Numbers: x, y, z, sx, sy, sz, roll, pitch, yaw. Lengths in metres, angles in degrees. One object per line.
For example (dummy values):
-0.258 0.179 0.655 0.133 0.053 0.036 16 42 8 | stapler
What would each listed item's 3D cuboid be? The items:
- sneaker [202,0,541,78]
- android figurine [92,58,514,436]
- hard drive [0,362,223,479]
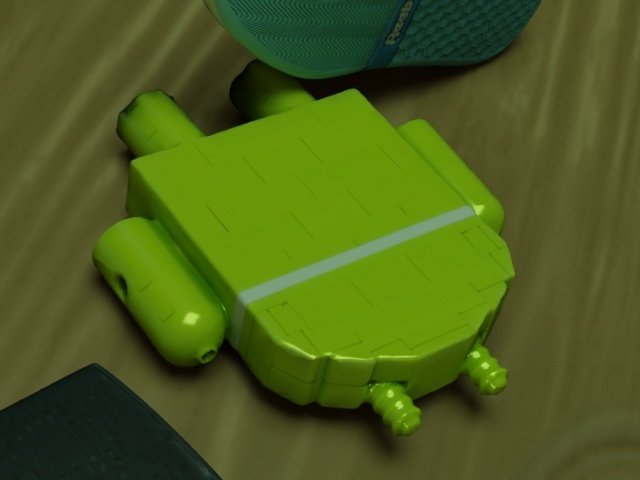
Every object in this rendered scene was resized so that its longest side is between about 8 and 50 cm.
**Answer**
-0.009 -0.209 1.000 0.208 0.127 0.319 45 26 28 | sneaker
0.000 0.000 0.893 0.248 0.056 0.273 -22 56 -31 | android figurine
-0.093 0.176 0.714 0.172 0.054 0.254 -27 61 -32 | hard drive
